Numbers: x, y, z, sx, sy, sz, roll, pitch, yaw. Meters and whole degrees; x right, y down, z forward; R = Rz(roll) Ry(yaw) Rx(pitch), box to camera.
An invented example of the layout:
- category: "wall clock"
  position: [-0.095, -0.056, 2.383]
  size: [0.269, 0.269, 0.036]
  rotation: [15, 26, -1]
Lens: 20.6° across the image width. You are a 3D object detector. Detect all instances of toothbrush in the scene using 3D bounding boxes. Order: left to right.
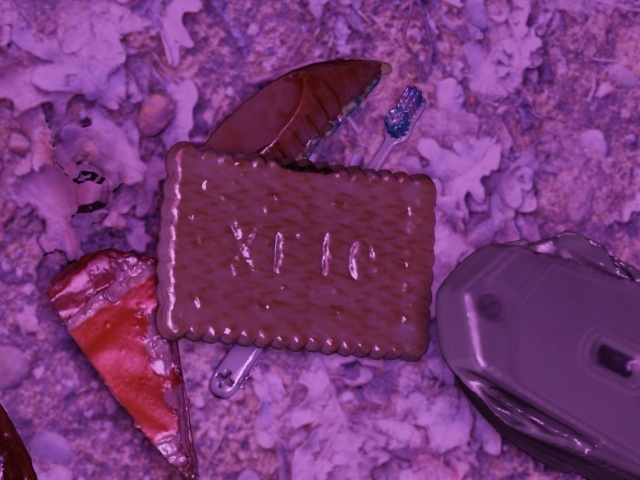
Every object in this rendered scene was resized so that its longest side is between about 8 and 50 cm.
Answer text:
- category: "toothbrush"
  position: [0.001, 0.002, 1.966]
  size: [0.042, 0.040, 0.418]
  rotation: [29, 78, 22]

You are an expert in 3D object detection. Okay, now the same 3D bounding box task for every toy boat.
- category: "toy boat"
  position: [-0.035, -0.131, 1.964]
  size: [0.293, 0.099, 0.108]
  rotation: [-42, 58, -13]

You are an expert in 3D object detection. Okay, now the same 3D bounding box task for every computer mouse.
- category: "computer mouse"
  position: [0.301, 0.148, 1.909]
  size: [0.429, 0.145, 0.228]
  rotation: [26, 67, -12]

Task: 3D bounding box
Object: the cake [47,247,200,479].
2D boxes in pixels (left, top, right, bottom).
- category: "cake"
  position: [-0.180, 0.131, 1.878]
  size: [0.135, 0.098, 0.287]
  rotation: [-27, 80, -12]

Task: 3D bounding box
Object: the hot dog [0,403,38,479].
- category: "hot dog"
  position: [-0.451, 0.222, 1.787]
  size: [0.267, 0.174, 0.387]
  rotation: [-32, 81, -15]

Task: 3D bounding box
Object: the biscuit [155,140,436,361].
- category: "biscuit"
  position: [-0.024, 0.015, 1.902]
  size: [0.325, 0.044, 0.217]
  rotation: [5, 85, -24]
